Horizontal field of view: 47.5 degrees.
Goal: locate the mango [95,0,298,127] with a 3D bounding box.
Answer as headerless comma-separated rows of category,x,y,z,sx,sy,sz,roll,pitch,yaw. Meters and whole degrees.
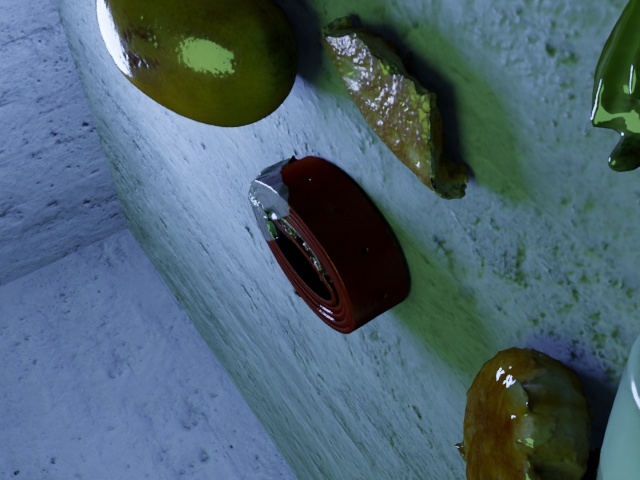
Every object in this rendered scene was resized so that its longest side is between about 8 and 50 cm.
mango,-0.175,-0.301,1.067,0.378,0.221,0.264,34,143,36

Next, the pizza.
pizza,0.085,-0.164,0.847,0.271,0.056,0.134,53,160,25

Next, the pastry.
pastry,0.229,0.229,0.836,0.229,0.100,0.218,-105,21,-69

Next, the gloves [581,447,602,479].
gloves,0.354,0.373,0.772,0.312,0.135,0.210,52,163,33

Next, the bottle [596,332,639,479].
bottle,0.316,0.240,0.554,0.229,0.229,0.351,40,143,45

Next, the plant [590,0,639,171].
plant,0.271,-0.186,0.388,0.251,0.180,0.333,-162,80,-70

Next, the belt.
belt,0.000,0.000,1.166,0.324,0.115,0.227,49,155,33
